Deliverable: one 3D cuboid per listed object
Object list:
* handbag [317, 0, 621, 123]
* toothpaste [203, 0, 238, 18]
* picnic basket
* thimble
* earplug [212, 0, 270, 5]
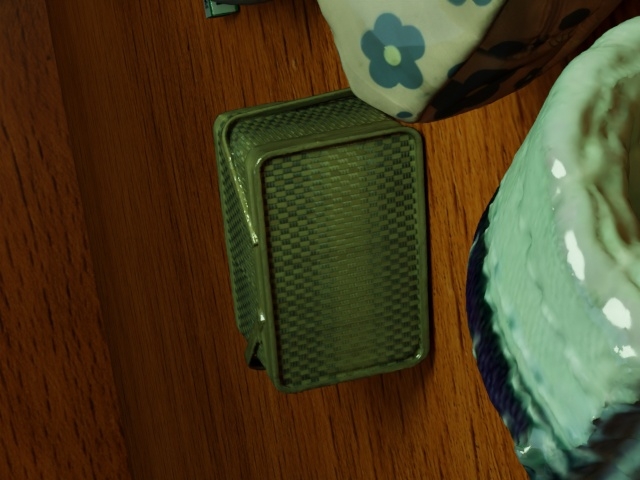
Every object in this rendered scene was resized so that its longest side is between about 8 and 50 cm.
[{"bbox_3d":[0.089,-0.225,0.839,0.251,0.190,0.193,67,154,8],"label":"handbag"},{"bbox_3d":[-0.134,-0.360,1.646,0.043,0.037,0.178,-169,68,-69],"label":"toothpaste"},{"bbox_3d":[0.000,0.000,1.274,0.139,0.165,0.266,-134,37,-62],"label":"picnic basket"},{"bbox_3d":[0.181,0.016,0.628,0.150,0.237,0.237,104,149,-53],"label":"thimble"},{"bbox_3d":[-0.108,-0.327,1.359,0.325,0.175,0.214,33,146,65],"label":"earplug"}]
